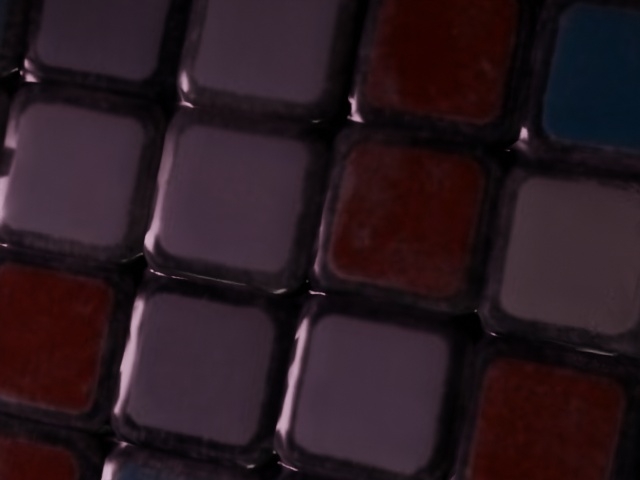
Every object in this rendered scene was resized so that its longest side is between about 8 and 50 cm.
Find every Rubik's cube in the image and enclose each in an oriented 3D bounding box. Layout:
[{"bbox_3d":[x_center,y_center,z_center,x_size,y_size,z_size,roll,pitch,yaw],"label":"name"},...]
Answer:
[{"bbox_3d":[0.000,0.000,0.574,0.292,0.293,0.287,11,177,13],"label":"Rubik's cube"}]
